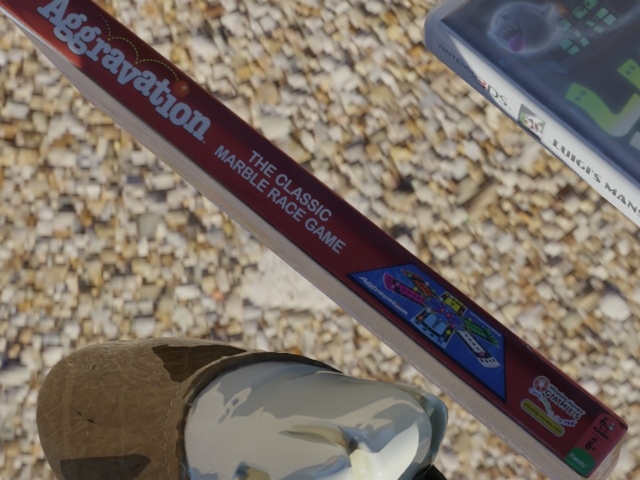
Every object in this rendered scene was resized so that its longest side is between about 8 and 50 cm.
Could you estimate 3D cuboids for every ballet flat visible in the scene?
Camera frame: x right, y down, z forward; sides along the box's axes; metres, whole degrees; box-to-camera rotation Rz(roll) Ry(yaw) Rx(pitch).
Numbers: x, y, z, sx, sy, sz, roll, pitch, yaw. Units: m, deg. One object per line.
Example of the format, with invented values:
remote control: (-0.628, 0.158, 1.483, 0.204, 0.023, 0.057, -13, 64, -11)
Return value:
ballet flat: (0.036, 0.127, 0.596, 0.116, 0.342, 0.124, -30, 156, -36)

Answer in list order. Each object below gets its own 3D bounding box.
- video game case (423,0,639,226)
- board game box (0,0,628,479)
video game case: (0.161, -0.072, 0.586, 0.190, 0.173, 0.022, -39, 156, -21)
board game box: (0.000, 0.000, 0.680, 0.281, 0.145, 0.027, 39, 85, 14)
